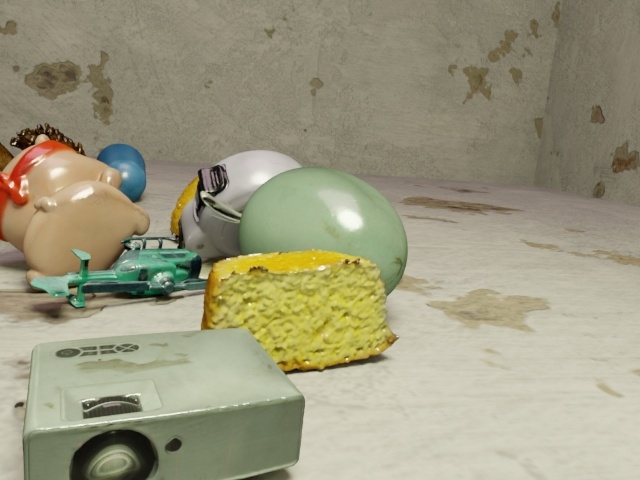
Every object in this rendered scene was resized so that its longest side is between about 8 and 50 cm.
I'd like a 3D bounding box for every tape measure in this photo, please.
[{"bbox_3d":[-0.096,-0.040,0.775,0.195,0.178,0.105,0,51,-23],"label":"tape measure"}]

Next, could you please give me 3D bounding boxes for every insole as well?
[{"bbox_3d":[-0.140,0.033,0.815,0.063,0.010,0.192,9,11,18],"label":"insole"}]

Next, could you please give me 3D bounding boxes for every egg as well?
[{"bbox_3d":[0.000,0.000,0.631,0.167,0.168,0.230,-4,14,-38],"label":"egg"}]

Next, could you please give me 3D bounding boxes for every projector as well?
[{"bbox_3d":[-0.098,0.105,0.338,0.147,0.061,0.115,-1,11,-25],"label":"projector"}]

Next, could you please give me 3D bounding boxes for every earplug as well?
[{"bbox_3d":[-0.511,-0.169,1.405,0.132,0.133,0.273,0,16,-22],"label":"earplug"}]

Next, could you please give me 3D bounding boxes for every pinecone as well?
[{"bbox_3d":[-0.647,-0.191,1.313,0.195,0.150,0.179,44,-17,-24],"label":"pinecone"}]

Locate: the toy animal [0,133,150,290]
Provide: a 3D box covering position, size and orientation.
[{"bbox_3d":[-0.333,-0.036,0.697,0.197,0.172,0.171,35,27,34],"label":"toy animal"}]

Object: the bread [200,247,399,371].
[{"bbox_3d":[-0.021,0.062,0.485,0.187,0.103,0.065,-5,12,-21],"label":"bread"}]

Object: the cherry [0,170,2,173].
[{"bbox_3d":[-0.515,-0.064,0.899,0.147,0.115,0.188,-12,0,18],"label":"cherry"}]

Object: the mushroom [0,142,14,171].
[{"bbox_3d":[-0.850,-0.185,1.289,0.194,0.138,0.231,13,14,37],"label":"mushroom"}]

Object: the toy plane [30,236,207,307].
[{"bbox_3d":[-0.217,0.041,0.640,0.235,0.060,0.096,-1,25,-46],"label":"toy plane"}]

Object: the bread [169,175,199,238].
[{"bbox_3d":[-0.145,-0.071,0.998,0.160,0.147,0.260,14,14,27],"label":"bread"}]
